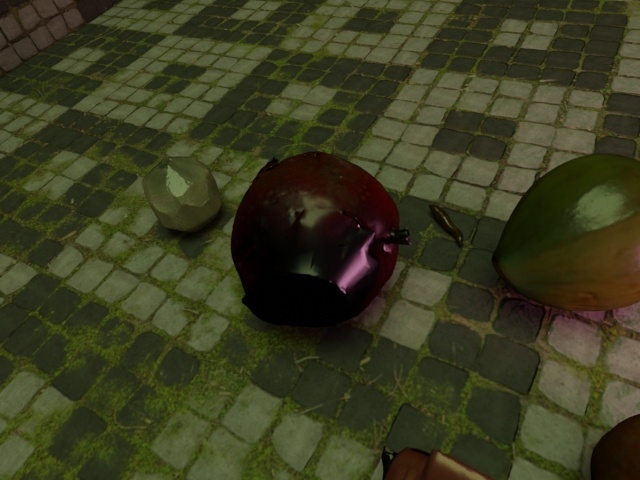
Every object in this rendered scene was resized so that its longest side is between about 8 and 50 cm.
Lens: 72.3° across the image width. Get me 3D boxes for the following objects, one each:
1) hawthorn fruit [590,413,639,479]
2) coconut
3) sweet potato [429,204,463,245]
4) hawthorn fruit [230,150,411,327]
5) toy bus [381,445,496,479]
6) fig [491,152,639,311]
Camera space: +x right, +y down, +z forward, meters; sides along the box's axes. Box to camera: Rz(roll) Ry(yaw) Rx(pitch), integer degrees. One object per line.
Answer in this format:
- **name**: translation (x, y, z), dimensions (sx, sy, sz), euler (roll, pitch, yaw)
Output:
- **hawthorn fruit**: translation (0.442, 0.270, 0.492), dimensions (0.251, 0.200, 0.199), euler (-26, 50, -24)
- **coconut**: translation (-0.303, -0.107, 0.958), dimensions (0.160, 0.162, 0.161), euler (-6, 50, 7)
- **sweet potato**: translation (0.256, -0.033, 0.878), dimensions (0.026, 0.026, 0.115), euler (-26, 56, -10)
- **hawthorn fruit**: translation (-0.015, 0.002, 0.738), dimensions (0.315, 0.316, 0.316), euler (-6, 50, 7)
- **toy bus**: translation (0.076, 0.419, 0.402), dimensions (0.202, 0.233, 0.427), euler (20, 58, 26)
- **fig**: translation (0.400, -0.005, 0.689), dimensions (0.270, 0.240, 0.240), euler (-18, 49, 0)
